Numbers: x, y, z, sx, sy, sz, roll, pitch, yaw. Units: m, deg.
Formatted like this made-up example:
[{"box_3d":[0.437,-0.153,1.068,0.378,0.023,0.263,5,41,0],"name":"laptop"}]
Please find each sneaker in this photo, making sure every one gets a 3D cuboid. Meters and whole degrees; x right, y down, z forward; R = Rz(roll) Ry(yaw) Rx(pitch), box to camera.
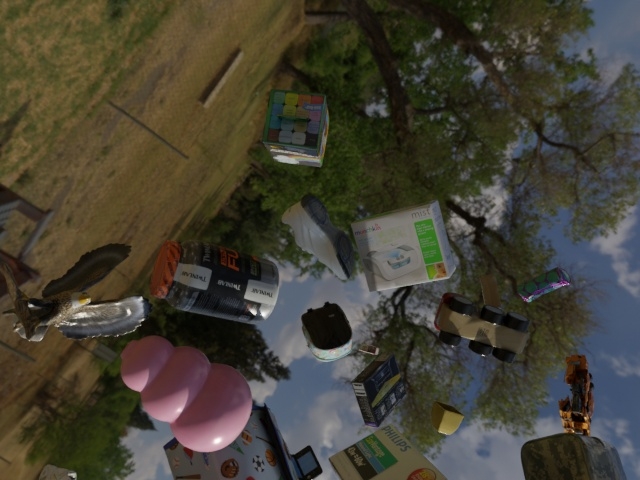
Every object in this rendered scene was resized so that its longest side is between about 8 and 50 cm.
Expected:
[{"box_3d":[-0.752,0.721,1.288,0.232,0.115,0.091,-129,-133,-70],"name":"sneaker"},{"box_3d":[0.000,0.000,1.389,0.129,0.297,0.111,-22,-159,35],"name":"sneaker"}]

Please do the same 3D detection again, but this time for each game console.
[{"box_3d":[-0.079,0.865,1.785,0.124,0.085,0.144,-30,-149,-10],"name":"game console"}]

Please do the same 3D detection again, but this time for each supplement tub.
[{"box_3d":[-0.309,0.120,1.351,0.207,0.337,0.207,-35,-133,47],"name":"supplement tub"}]

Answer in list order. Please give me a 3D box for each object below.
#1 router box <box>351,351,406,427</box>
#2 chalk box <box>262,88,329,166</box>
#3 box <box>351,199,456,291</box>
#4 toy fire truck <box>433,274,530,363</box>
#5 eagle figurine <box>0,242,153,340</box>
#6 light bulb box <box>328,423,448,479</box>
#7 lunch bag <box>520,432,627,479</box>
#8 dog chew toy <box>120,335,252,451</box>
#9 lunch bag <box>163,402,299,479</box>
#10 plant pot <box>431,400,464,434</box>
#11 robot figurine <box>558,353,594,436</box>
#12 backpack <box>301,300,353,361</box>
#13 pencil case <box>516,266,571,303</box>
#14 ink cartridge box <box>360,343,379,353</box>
[{"box_3d":[0.300,0.742,2.297,0.080,0.243,0.308,-12,-171,41],"name":"router box"},{"box_3d":[-0.076,-0.366,1.465,0.289,0.180,0.179,63,36,-84],"name":"chalk box"},{"box_3d":[0.260,0.016,1.432,0.261,0.231,0.126,-13,-174,26],"name":"box"},{"box_3d":[0.421,0.183,1.227,0.246,0.216,0.159,-61,167,-77],"name":"toy fire truck"},{"box_3d":[-0.615,0.149,1.168,0.298,0.225,0.227,-18,126,-54],"name":"eagle figurine"},{"box_3d":[0.224,0.761,1.218,0.225,0.362,0.358,-23,-174,-14],"name":"light bulb box"},{"box_3d":[0.693,0.671,1.170,0.212,0.255,0.306,-47,-146,46],"name":"lunch bag"},{"box_3d":[-0.326,0.350,1.092,0.206,0.331,0.207,-44,-165,15],"name":"dog chew toy"},{"box_3d":[-0.214,0.682,1.367,0.238,0.328,0.385,-39,150,17],"name":"lunch bag"},{"box_3d":[0.426,0.612,1.564,0.081,0.081,0.084,-169,-81,-77],"name":"plant pot"},{"box_3d":[0.850,0.525,1.511,0.084,0.211,0.291,-7,-158,37],"name":"robot figurine"},{"box_3d":[0.037,0.451,2.179,0.224,0.191,0.254,-17,-141,-15],"name":"backpack"},{"box_3d":[0.705,0.141,1.444,0.151,0.064,0.070,-40,-165,40],"name":"pencil case"},{"box_3d":[0.191,0.425,1.792,0.115,0.062,0.029,45,58,-70],"name":"ink cartridge box"}]
